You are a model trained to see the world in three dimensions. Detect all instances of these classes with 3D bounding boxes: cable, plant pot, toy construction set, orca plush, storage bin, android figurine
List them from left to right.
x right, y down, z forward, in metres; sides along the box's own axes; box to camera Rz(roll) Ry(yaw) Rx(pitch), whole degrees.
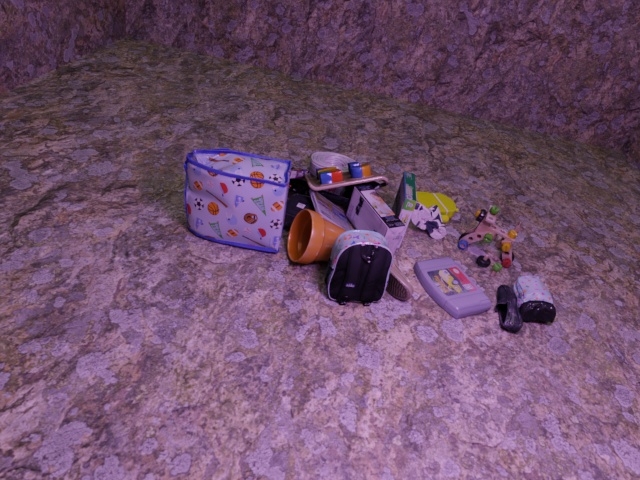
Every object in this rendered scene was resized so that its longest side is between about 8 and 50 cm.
[{"bbox_3d":[-0.092,-0.115,1.942,0.122,0.084,0.180,20,37,9],"label":"storage bin"},{"bbox_3d":[0.000,0.000,1.744,0.187,0.205,0.205,14,33,-27],"label":"plant pot"},{"bbox_3d":[0.070,-0.375,2.331,0.257,0.089,0.257,-10,39,-31],"label":"cable"},{"bbox_3d":[0.226,-0.273,2.237,0.287,0.102,0.151,-14,44,-32],"label":"orca plush"},{"bbox_3d":[0.555,-0.172,2.248,0.272,0.056,0.248,-2,38,-19],"label":"android figurine"},{"bbox_3d":[0.790,-0.042,1.997,0.308,0.237,0.257,-18,47,-36],"label":"toy construction set"}]

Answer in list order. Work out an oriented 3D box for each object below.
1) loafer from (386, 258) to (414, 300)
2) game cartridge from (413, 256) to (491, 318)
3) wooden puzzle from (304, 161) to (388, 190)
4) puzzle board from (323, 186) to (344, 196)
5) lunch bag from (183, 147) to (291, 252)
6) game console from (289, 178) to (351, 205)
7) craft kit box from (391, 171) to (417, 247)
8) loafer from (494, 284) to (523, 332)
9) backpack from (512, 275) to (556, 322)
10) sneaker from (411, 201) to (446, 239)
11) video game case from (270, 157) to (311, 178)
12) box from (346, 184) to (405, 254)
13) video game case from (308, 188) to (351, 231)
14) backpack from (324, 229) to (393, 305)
[{"bbox_3d":[0.267,0.120,1.728,0.092,0.102,0.268,-21,47,-30],"label":"loafer"},{"bbox_3d":[0.504,0.176,1.774,0.196,0.060,0.294,-11,42,-23],"label":"game cartridge"},{"bbox_3d":[0.106,-0.300,2.046,0.347,0.081,0.322,-6,15,-4],"label":"wooden puzzle"},{"bbox_3d":[0.064,-0.252,2.235,0.096,0.011,0.128,16,37,4],"label":"puzzle board"},{"bbox_3d":[-0.321,-0.162,1.725,0.385,0.328,0.239,7,34,-3],"label":"lunch bag"},{"bbox_3d":[0.007,-0.224,2.096,0.361,0.044,0.213,16,13,-3],"label":"game console"},{"bbox_3d":[0.355,-0.136,1.977,0.060,0.247,0.250,16,37,-2],"label":"craft kit box"},{"bbox_3d":[0.702,0.248,1.717,0.078,0.076,0.223,18,39,-7],"label":"loafer"},{"bbox_3d":[0.820,0.224,1.757,0.151,0.115,0.182,8,34,-3],"label":"backpack"},{"bbox_3d":[0.480,-0.123,2.062,0.235,0.094,0.153,33,33,-20],"label":"sneaker"},{"bbox_3d":[-0.192,-0.354,2.197,0.232,0.042,0.210,22,18,20],"label":"video game case"},{"bbox_3d":[0.226,-0.086,1.926,0.087,0.169,0.290,-9,46,-26],"label":"box"},{"bbox_3d":[0.046,-0.115,1.945,0.212,0.023,0.193,33,24,-33],"label":"video game case"},{"bbox_3d":[0.137,0.081,1.610,0.225,0.254,0.191,5,37,-10],"label":"backpack"}]
